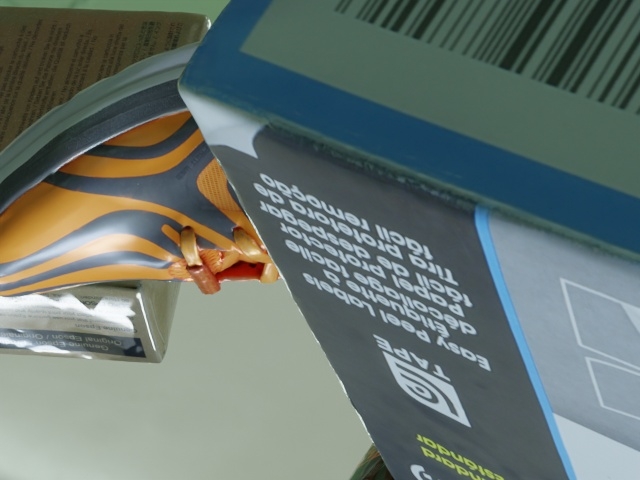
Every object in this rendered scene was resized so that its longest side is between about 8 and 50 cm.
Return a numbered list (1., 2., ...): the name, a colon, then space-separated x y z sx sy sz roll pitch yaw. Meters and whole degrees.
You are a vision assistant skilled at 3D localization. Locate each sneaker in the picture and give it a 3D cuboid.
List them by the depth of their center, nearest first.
1. sneaker: 0.000 0.000 0.850 0.321 0.124 0.180 -21 -106 6

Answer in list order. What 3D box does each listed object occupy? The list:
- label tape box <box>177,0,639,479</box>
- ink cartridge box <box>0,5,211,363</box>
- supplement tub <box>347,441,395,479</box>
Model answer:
1. label tape box: 0.133 0.055 0.508 0.240 0.334 0.106 22 -113 30
2. ink cartridge box: -0.178 -0.041 1.240 0.193 0.088 0.235 3 -128 10
3. supplement tub: 0.113 0.189 1.189 0.207 0.207 0.338 -13 -153 39
